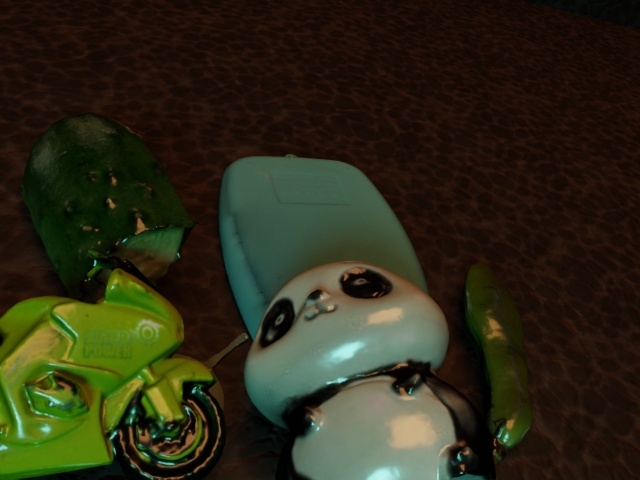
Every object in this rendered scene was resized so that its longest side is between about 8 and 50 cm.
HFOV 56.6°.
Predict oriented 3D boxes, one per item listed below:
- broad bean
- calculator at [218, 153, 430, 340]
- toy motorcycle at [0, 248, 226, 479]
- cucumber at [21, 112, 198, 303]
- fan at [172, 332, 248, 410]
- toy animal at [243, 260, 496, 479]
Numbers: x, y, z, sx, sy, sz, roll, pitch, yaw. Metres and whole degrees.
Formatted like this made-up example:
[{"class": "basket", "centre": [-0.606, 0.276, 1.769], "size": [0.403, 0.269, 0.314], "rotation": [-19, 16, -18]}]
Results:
[{"class": "broad bean", "centre": [0.203, 0.131, 0.681], "size": [0.075, 0.067, 0.325], "rotation": [9, 37, 3]}, {"class": "calculator", "centre": [0.000, 0.000, 0.773], "size": [0.256, 0.054, 0.386], "rotation": [0, 42, -20]}, {"class": "toy motorcycle", "centre": [-0.251, 0.106, 0.480], "size": [0.342, 0.142, 0.206], "rotation": [0, 52, -17]}, {"class": "cucumber", "centre": [-0.268, -0.063, 0.685], "size": [0.105, 0.145, 0.325], "rotation": [17, 26, -46]}, {"class": "fan", "centre": [-0.132, 0.141, 0.595], "size": [0.113, 0.005, 0.175], "rotation": [34, 42, 19]}, {"class": "toy animal", "centre": [0.032, 0.129, 0.524], "size": [0.187, 0.165, 0.235], "rotation": [-20, 60, 4]}]
